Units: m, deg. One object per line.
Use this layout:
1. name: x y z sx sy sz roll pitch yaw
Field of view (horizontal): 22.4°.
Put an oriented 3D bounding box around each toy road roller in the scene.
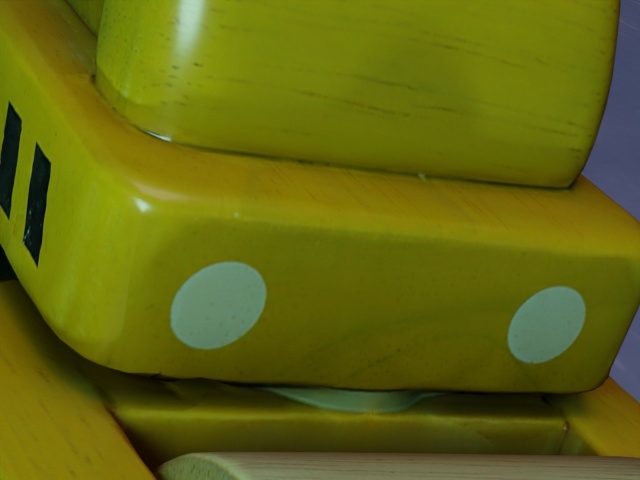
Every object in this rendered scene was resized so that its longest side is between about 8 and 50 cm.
1. toy road roller: 0.000 0.000 0.421 0.202 0.240 0.329 5 26 -30
